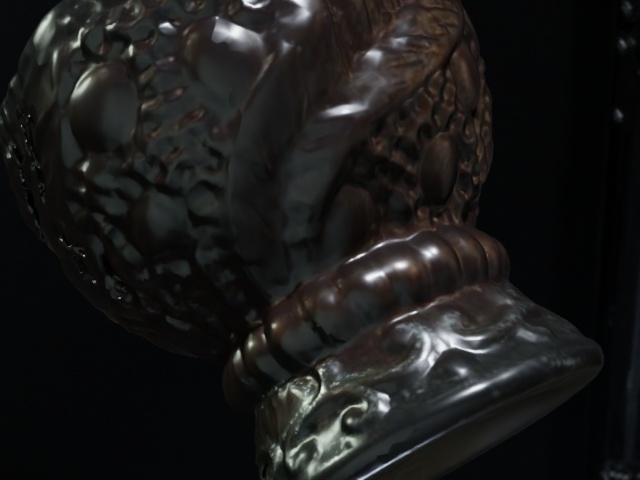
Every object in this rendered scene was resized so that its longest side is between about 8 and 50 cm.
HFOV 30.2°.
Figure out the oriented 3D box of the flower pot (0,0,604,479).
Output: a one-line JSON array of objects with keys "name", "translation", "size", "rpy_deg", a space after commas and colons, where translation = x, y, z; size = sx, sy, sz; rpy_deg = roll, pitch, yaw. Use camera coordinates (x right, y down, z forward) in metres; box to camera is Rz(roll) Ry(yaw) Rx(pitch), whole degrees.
[{"name": "flower pot", "translation": [0.000, 0.000, 0.631], "size": [0.266, 0.266, 0.267], "rpy_deg": [-35, -108, 13]}]
